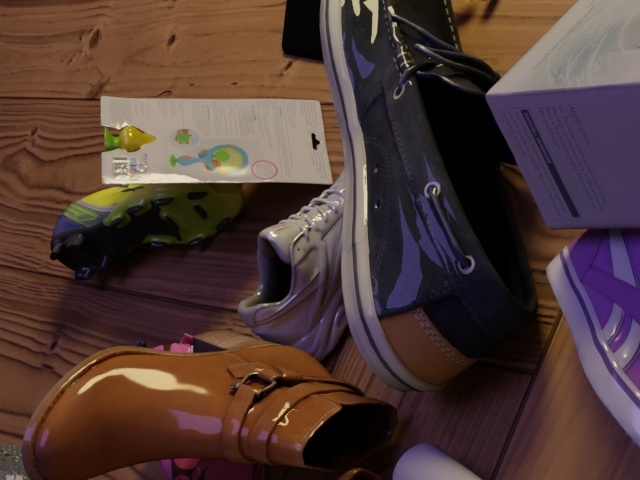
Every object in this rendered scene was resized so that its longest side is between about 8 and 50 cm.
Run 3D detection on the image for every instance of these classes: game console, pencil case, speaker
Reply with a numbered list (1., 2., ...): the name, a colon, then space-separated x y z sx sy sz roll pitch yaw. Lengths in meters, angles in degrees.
1. game console: 0.016 -0.261 1.816 0.107 0.071 0.122 -35 29 -24
2. pencil case: -0.122 0.180 1.568 0.098 0.095 0.209 -46 39 4
3. speaker: 0.115 0.214 1.293 0.055 0.055 0.136 -57 35 -1

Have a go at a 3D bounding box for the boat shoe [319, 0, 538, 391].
1. boat shoe: 0.106 -0.105 1.454 0.156 0.187 0.500 -24 51 30

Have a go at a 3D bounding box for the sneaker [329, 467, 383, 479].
1. sneaker: 0.032 0.296 1.280 0.123 0.106 0.290 -43 36 21

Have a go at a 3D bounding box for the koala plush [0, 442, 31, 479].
1. koala plush: -0.298 0.294 1.605 0.221 0.196 0.203 -11 45 49

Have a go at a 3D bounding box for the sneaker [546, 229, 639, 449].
1. sneaker: 0.274 0.058 1.194 0.161 0.102 0.282 -39 39 18

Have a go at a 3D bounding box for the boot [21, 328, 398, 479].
1. boot: -0.093 0.168 1.402 0.220 0.283 0.109 20 114 42

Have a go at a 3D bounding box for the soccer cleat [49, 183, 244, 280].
1. soccer cleat: -0.197 -0.042 1.828 0.289 0.093 0.121 -18 40 39

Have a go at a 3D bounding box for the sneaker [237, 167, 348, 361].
1. sneaker: 0.000 0.000 1.541 0.090 0.115 0.232 11 71 52

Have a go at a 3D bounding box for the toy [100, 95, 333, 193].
1. toy: -0.114 -0.092 1.708 0.056 0.237 0.137 103 165 -44

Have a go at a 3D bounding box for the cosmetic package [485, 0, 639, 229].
1. cosmetic package: 0.290 -0.125 1.218 0.225 0.138 0.224 2 39 48
